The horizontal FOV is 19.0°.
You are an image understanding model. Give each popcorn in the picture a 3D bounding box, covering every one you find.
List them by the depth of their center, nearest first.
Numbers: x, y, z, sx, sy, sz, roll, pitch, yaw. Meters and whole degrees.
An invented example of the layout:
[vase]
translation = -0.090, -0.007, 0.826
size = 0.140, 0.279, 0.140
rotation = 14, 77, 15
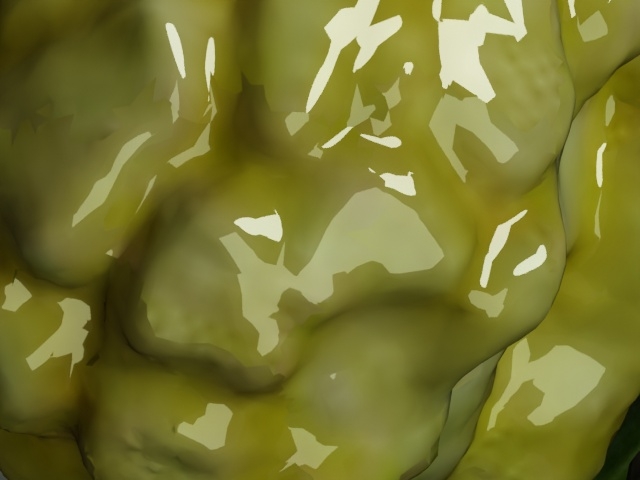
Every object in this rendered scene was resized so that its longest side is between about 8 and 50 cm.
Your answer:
[popcorn]
translation = 0.000, 0.000, 0.680
size = 0.349, 0.349, 0.382
rotation = -33, 104, -1

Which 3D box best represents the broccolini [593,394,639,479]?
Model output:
[broccolini]
translation = 0.129, 0.088, 0.776
size = 0.074, 0.079, 0.392
rotation = -8, 144, -40
